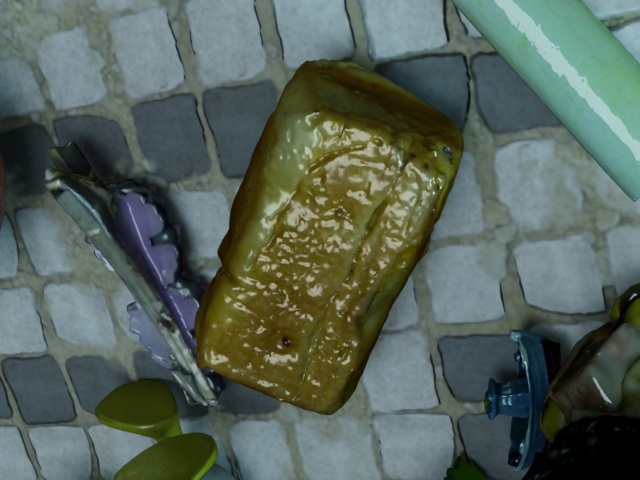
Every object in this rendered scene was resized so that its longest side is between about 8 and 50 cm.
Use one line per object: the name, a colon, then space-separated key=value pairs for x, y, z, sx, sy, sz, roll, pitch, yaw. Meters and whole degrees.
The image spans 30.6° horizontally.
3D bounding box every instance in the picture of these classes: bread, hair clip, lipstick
bread: x=0.000 y=0.000 z=0.991 sx=0.167 sy=0.132 sz=0.294 roll=28 pitch=119 yaw=8
hair clip: x=-0.167 y=0.033 z=1.111 sx=0.106 sy=0.084 sz=0.292 roll=-22 pitch=108 yaw=24
lipstick: x=0.169 y=-0.157 z=0.886 sx=0.304 sy=0.076 sz=0.076 roll=46 pitch=121 yaw=-2

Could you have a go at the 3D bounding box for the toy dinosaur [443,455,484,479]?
toy dinosaur: x=0.078 y=0.301 z=1.091 sx=0.194 sy=0.152 sz=0.177 roll=45 pitch=130 yaw=7

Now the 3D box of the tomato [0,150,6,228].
tomato: x=-0.427 y=-0.051 z=1.092 sx=0.270 sy=0.227 sz=0.270 roll=1 pitch=115 yaw=1

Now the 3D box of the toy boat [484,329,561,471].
toy boat: x=0.175 y=0.138 z=1.020 sx=0.061 sy=0.060 sz=0.137 roll=1 pitch=118 yaw=-1

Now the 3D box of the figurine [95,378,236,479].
figurine: x=-0.193 y=0.343 z=1.196 sx=0.283 sy=0.204 sz=0.338 roll=-17 pitch=120 yaw=2

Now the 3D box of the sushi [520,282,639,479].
sushi: x=0.310 y=0.220 z=0.894 sx=0.328 sy=0.285 sz=0.329 roll=1 pitch=134 yaw=28
